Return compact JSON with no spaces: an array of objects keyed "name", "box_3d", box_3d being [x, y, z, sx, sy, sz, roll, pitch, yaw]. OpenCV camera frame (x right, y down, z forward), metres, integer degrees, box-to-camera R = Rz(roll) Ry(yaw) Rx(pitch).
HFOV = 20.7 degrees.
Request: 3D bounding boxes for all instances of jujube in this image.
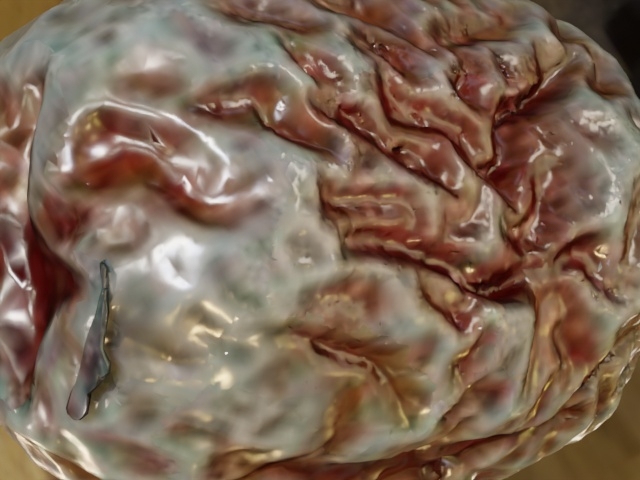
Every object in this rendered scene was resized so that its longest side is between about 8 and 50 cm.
[{"name":"jujube","box_3d":[0.000,0.000,0.689,0.317,0.226,0.226,-6,151,-48]}]
